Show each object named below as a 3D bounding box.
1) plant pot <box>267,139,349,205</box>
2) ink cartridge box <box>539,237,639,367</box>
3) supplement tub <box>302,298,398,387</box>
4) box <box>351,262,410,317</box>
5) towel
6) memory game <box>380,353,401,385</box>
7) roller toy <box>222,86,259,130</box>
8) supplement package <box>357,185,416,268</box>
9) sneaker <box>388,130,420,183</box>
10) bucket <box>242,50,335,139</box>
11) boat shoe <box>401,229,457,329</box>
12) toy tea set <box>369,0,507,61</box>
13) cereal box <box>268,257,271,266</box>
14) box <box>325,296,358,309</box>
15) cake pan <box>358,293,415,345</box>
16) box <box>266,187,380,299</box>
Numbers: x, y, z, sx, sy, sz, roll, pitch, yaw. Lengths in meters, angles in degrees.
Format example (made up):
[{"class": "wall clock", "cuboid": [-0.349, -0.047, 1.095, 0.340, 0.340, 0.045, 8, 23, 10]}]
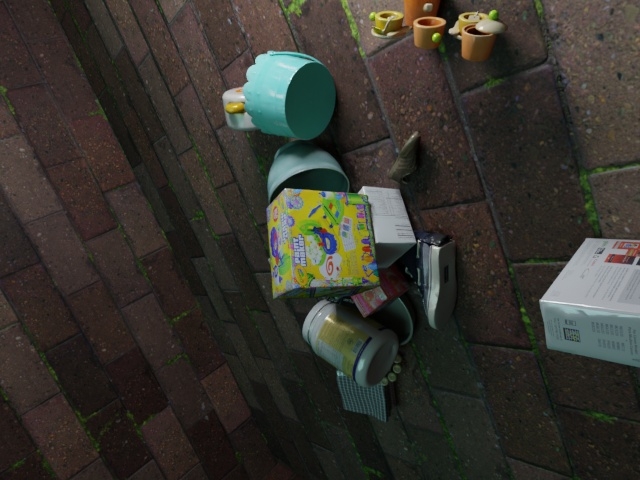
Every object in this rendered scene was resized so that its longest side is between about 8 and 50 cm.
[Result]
[{"class": "plant pot", "cuboid": [-0.064, -0.235, 1.582, 0.293, 0.292, 0.197, 120, 139, -50]}, {"class": "ink cartridge box", "cuboid": [0.665, 0.120, 0.923, 0.271, 0.309, 0.130, 3, 118, 49]}, {"class": "supplement tub", "cuboid": [0.114, 0.394, 1.732, 0.331, 0.241, 0.241, 27, 133, 37]}, {"class": "box", "cuboid": [0.160, 0.101, 1.587, 0.300, 0.142, 0.154, 58, 136, 18]}, {"class": "towel", "cuboid": [0.201, 0.662, 1.949, 0.234, 0.121, 0.284, 1, 118, 24]}, {"class": "memory game", "cuboid": [0.251, 0.511, 1.831, 0.186, 0.186, 0.012, 34, 180, 30]}, {"class": "roller toy", "cuboid": [-0.272, -0.509, 1.662, 0.191, 0.209, 0.147, 43, 145, 53]}, {"class": "supplement package", "cuboid": [0.180, -0.037, 1.450, 0.194, 0.149, 0.203, 128, 136, -52]}, {"class": "sneaker", "cuboid": [0.274, -0.249, 1.340, 0.071, 0.066, 0.188, 33, 145, 6]}, {"class": "bucket", "cuboid": [-0.092, -0.467, 1.432, 0.183, 0.281, 0.282, 25, 132, 35]}, {"class": "boat shoe", "cuboid": [0.357, 0.122, 1.462, 0.158, 0.127, 0.341, 23, 124, 47]}, {"class": "toy tea set", "cuboid": [0.282, -0.526, 1.005, 0.335, 0.200, 0.124, 32, 145, 32]}, {"class": "cereal box", "cuboid": [-0.144, 0.157, 2.116, 0.240, 0.047, 0.173, -2, 114, 50]}, {"class": "box", "cuboid": [0.095, 0.157, 1.675, 0.147, 0.180, 0.078, 20, 129, -20]}, {"class": "cake pan", "cuboid": [0.254, 0.276, 1.732, 0.293, 0.054, 0.294, 29, 134, 34]}, {"class": "box", "cuboid": [0.002, 0.016, 1.322, 0.177, 0.278, 0.291, 147, 121, -59]}]
